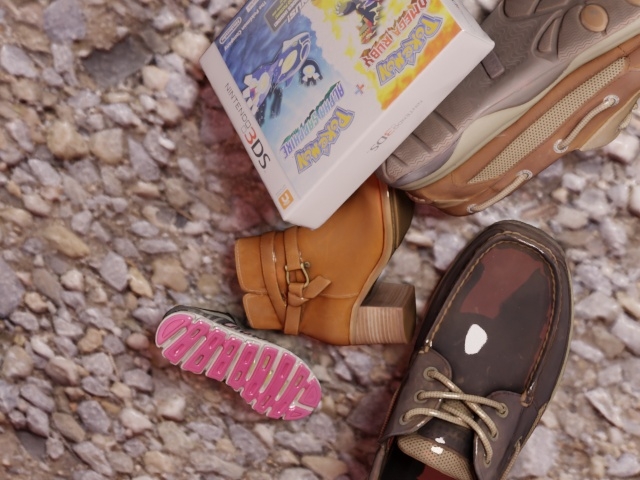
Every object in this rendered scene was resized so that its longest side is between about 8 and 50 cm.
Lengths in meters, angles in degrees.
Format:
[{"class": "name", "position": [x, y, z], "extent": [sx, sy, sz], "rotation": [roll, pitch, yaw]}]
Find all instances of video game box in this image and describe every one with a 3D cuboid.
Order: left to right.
[{"class": "video game box", "position": [0.010, -0.143, 0.937], "extent": [0.205, 0.048, 0.187], "rotation": [-46, 56, 25]}]

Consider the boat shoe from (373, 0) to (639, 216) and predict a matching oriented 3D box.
[{"class": "boat shoe", "position": [0.188, -0.131, 0.922], "extent": [0.324, 0.123, 0.116], "rotation": [-33, 131, 21]}]

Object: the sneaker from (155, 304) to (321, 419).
[{"class": "sneaker", "position": [-0.075, 0.104, 1.102], "extent": [0.170, 0.075, 0.063], "rotation": [28, 98, -19]}]

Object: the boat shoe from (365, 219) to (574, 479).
[{"class": "boat shoe", "position": [0.118, 0.158, 1.013], "extent": [0.132, 0.130, 0.355], "rotation": [19, 105, 7]}]

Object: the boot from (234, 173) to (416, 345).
[{"class": "boot", "position": [0.000, 0.000, 1.035], "extent": [0.152, 0.073, 0.197], "rotation": [4, 108, 19]}]
